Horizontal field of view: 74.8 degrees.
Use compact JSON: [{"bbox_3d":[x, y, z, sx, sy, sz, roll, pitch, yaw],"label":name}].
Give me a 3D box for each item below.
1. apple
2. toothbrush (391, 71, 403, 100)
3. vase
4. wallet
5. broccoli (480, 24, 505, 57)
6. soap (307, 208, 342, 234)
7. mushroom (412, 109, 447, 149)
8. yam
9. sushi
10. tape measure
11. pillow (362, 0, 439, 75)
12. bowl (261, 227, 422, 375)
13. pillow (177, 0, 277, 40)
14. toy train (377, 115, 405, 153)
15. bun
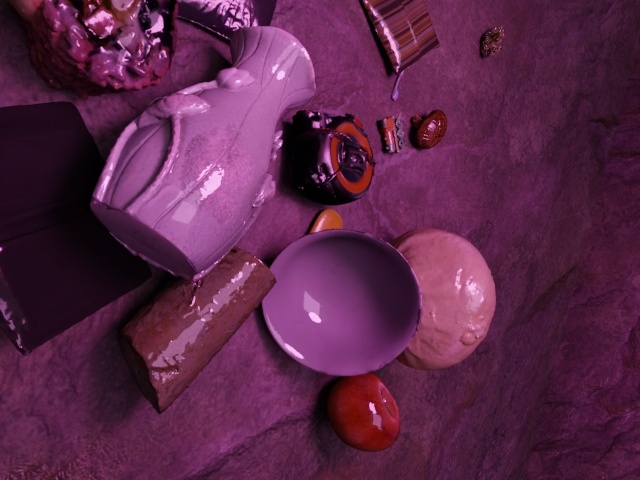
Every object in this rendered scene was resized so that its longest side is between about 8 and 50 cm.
[{"bbox_3d":[0.103,0.435,1.065,0.162,0.201,0.201,-31,125,16],"label":"apple"},{"bbox_3d":[0.230,-0.480,1.167,0.019,0.013,0.193,23,81,-46],"label":"toothbrush"},{"bbox_3d":[-0.174,-0.169,0.718,0.250,0.250,0.445,46,60,-34],"label":"vase"},{"bbox_3d":[-0.398,-0.035,0.617,0.247,0.041,0.322,-43,118,-58],"label":"wallet"},{"bbox_3d":[0.581,-0.663,1.390,0.097,0.092,0.095,-19,95,-18],"label":"broccoli"},{"bbox_3d":[0.000,0.000,1.024,0.089,0.033,0.168,42,71,-36],"label":"soap"},{"bbox_3d":[0.321,-0.323,1.217,0.126,0.085,0.109,-49,124,-18],"label":"mushroom"},{"bbox_3d":[-0.232,0.143,0.765,0.304,0.168,0.168,-48,123,-25],"label":"yam"},{"bbox_3d":[-0.329,-0.348,0.613,0.237,0.171,0.269,-6,104,-40],"label":"sushi"},{"bbox_3d":[0.031,-0.183,0.960,0.223,0.135,0.202,2,86,-46],"label":"tape measure"},{"bbox_3d":[0.222,-0.579,1.118,0.208,0.052,0.212,-43,115,-26],"label":"pillow"},{"bbox_3d":[0.049,0.121,0.966,0.157,0.346,0.345,-69,153,-75],"label":"bowl"},{"bbox_3d":[-0.182,-0.455,0.796,0.209,0.055,0.141,14,93,-40],"label":"pillow"},{"bbox_3d":[0.194,-0.287,1.145,0.064,0.044,0.103,-23,108,-33],"label":"toy train"},{"bbox_3d":[0.239,0.142,1.061,0.202,0.364,0.363,7,91,-29],"label":"bun"}]
